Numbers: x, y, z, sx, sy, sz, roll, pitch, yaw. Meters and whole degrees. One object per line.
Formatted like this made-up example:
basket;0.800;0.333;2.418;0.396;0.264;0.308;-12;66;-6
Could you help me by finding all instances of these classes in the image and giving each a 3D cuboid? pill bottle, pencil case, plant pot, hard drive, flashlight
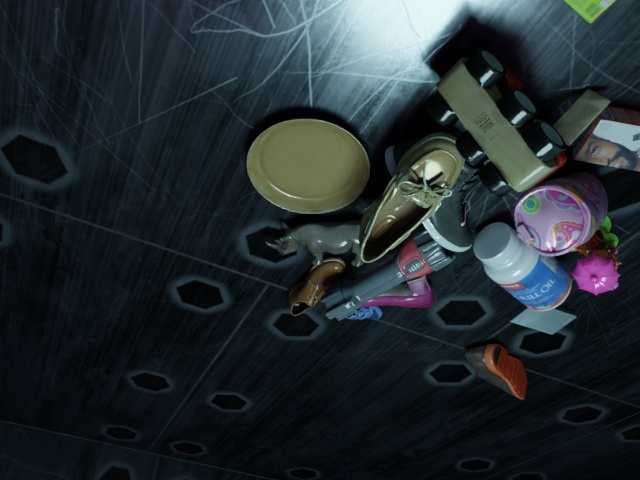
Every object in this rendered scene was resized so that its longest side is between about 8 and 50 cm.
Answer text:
pill bottle;0.431;0.054;1.164;0.221;0.124;0.124;33;130;-28
pencil case;0.430;-0.052;0.951;0.124;0.284;0.124;7;104;31
plant pot;-0.023;-0.145;1.045;0.236;0.032;0.236;3;138;2
hard drive;0.569;0.195;1.384;0.135;0.022;0.094;17;136;-15
flashlight;0.143;0.072;1.198;0.304;0.103;0.103;-32;148;26

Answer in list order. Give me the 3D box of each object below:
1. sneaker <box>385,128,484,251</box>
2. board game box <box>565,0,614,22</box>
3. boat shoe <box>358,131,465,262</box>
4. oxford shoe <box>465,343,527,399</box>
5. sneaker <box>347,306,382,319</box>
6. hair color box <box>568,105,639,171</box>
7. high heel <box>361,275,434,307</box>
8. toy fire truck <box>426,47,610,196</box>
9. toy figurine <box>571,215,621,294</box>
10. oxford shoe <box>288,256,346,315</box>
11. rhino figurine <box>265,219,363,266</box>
sneaker;0.259;-0.089;1.029;0.147;0.104;0.296;-21;128;32
board game box;0.344;-0.391;0.736;0.181;0.043;0.092;25;133;-22
boat shoe;0.157;-0.065;0.953;0.104;0.089;0.285;27;133;-6
oxford shoe;0.513;0.374;1.553;0.098;0.097;0.271;-9;136;43
sneaker;0.093;0.179;1.374;0.144;0.059;0.053;21;133;-20
hair color box;0.541;-0.177;0.952;0.167;0.053;0.093;9;139;-4
high heel;0.155;0.146;1.320;0.244;0.082;0.117;-19;126;7
toy fire truck;0.332;-0.206;0.868;0.246;0.217;0.158;-17;159;-47
toy figurine;0.568;0.044;1.116;0.173;0.159;0.130;25;134;-23
oxford shoe;-0.007;0.116;1.302;0.076;0.076;0.212;26;132;-20
rhino figurine;0.000;0.000;1.174;0.243;0.073;0.106;0;142;6
